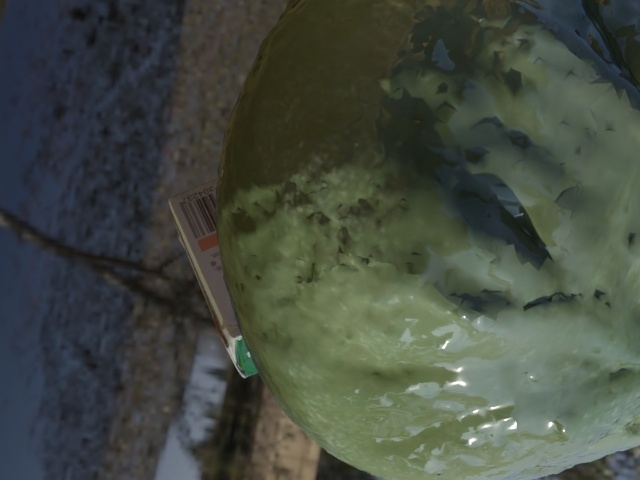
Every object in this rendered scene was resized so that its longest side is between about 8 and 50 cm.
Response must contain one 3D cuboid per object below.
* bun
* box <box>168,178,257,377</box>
[{"bbox_3d":[0.065,-0.011,0.423,0.118,0.195,0.195,20,-76,44],"label":"bun"},{"bbox_3d":[0.000,0.000,1.065,0.081,0.199,0.135,79,-13,-62],"label":"box"}]
